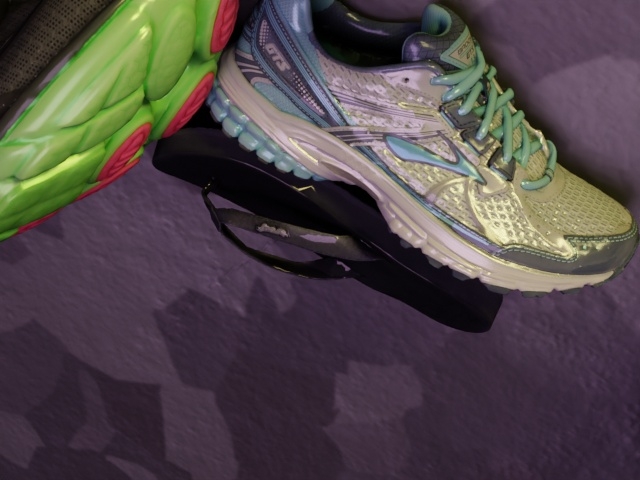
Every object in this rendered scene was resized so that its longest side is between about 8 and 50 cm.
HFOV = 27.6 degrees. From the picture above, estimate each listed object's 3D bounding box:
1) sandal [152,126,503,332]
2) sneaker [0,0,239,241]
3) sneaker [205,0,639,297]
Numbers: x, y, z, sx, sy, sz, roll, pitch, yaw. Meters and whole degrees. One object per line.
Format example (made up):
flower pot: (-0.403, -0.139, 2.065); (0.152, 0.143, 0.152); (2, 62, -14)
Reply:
sandal: (0.001, 0.000, 0.858); (0.255, 0.054, 0.097); (28, 164, -2)
sneaker: (-0.249, -0.087, 0.813); (0.483, 0.185, 0.202); (-22, 101, 37)
sneaker: (0.072, -0.067, 0.785); (0.283, 0.110, 0.122); (26, 124, 0)
